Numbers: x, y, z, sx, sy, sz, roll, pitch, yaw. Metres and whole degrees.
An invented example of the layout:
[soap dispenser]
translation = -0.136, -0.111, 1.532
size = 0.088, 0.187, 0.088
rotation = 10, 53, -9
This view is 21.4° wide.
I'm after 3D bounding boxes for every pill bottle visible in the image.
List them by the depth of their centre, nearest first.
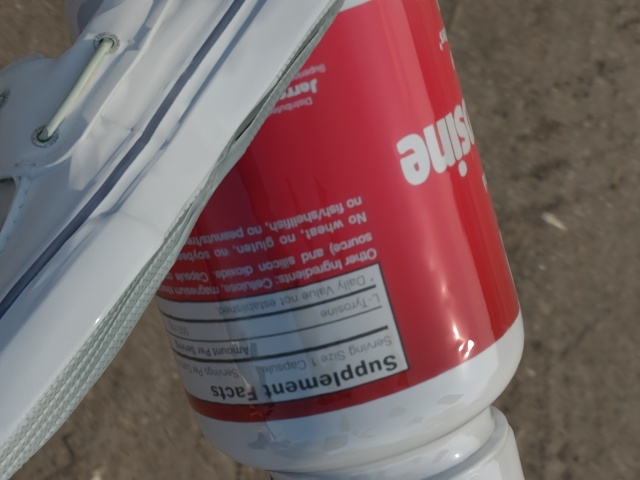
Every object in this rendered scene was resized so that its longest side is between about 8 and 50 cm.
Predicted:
[pill bottle]
translation = 0.000, 0.000, 1.092
size = 0.229, 0.229, 0.407
rotation = -21, 105, -15

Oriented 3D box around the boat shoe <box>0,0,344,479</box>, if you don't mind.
[boat shoe]
translation = -0.072, -0.023, 0.519
size = 0.076, 0.083, 0.226
rotation = 31, 51, 1
